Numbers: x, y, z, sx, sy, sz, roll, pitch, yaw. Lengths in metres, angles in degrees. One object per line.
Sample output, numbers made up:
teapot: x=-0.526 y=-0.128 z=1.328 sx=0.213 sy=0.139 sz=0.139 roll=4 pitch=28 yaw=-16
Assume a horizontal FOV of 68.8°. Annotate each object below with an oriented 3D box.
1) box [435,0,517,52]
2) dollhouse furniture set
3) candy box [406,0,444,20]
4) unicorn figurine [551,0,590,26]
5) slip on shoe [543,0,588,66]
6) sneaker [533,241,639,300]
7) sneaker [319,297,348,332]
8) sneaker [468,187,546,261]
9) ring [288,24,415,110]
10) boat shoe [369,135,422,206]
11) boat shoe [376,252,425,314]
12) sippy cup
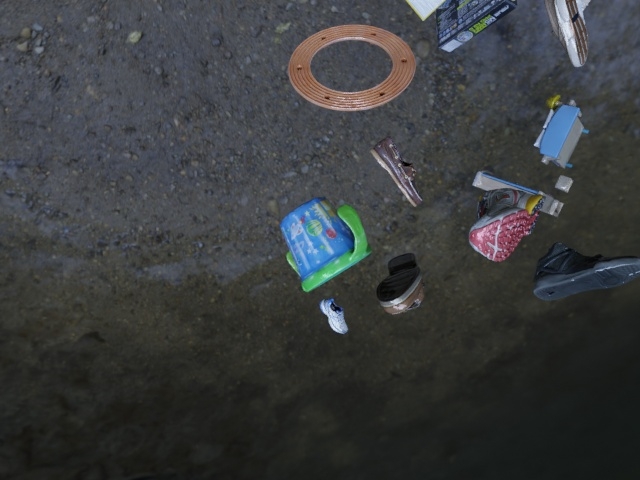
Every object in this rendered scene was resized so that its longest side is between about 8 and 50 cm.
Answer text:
box: x=0.486 y=-0.769 z=1.493 sx=0.060 sy=0.217 sz=0.270 roll=8 pitch=164 yaw=-31
dollhouse furniture set: x=0.645 y=-0.258 z=1.397 sx=0.286 sy=0.198 sz=0.304 roll=5 pitch=110 yaw=-51
candy box: x=0.265 y=-0.736 z=1.315 sx=0.205 sy=0.027 sz=0.105 roll=39 pitch=132 yaw=-23
unicorn figurine: x=0.616 y=-0.563 z=1.134 sx=0.111 sy=0.060 sz=0.162 roll=2 pitch=96 yaw=-14
slip on shoe: x=0.419 y=-0.361 z=0.799 sx=0.051 sy=0.041 sz=0.135 roll=-46 pitch=117 yaw=-23
sneaker: x=0.598 y=0.050 z=1.064 sx=0.087 sy=0.131 sz=0.227 roll=35 pitch=141 yaw=-28
sneaker: x=0.053 y=0.248 z=1.544 sx=0.058 sy=0.052 sz=0.135 roll=-30 pitch=100 yaw=40
sneaker: x=0.293 y=-0.033 z=0.776 sx=0.225 sy=0.092 sz=0.088 roll=-23 pitch=130 yaw=-49
ring: x=0.082 y=-0.459 z=1.243 sx=0.336 sy=0.337 sz=0.032 roll=-18 pitch=149 yaw=-7
boat shoe: x=0.224 y=-0.190 z=1.287 sx=0.073 sy=0.073 sz=0.207 roll=-36 pitch=101 yaw=13
boat shoe: x=0.218 y=0.123 z=1.173 sx=0.110 sy=0.307 sz=0.105 roll=-18 pitch=100 yaw=22
sippy cup: x=0.000 y=0.000 z=1.396 sx=0.305 sy=0.240 sz=0.224 roll=-33 pitch=85 yaw=17
